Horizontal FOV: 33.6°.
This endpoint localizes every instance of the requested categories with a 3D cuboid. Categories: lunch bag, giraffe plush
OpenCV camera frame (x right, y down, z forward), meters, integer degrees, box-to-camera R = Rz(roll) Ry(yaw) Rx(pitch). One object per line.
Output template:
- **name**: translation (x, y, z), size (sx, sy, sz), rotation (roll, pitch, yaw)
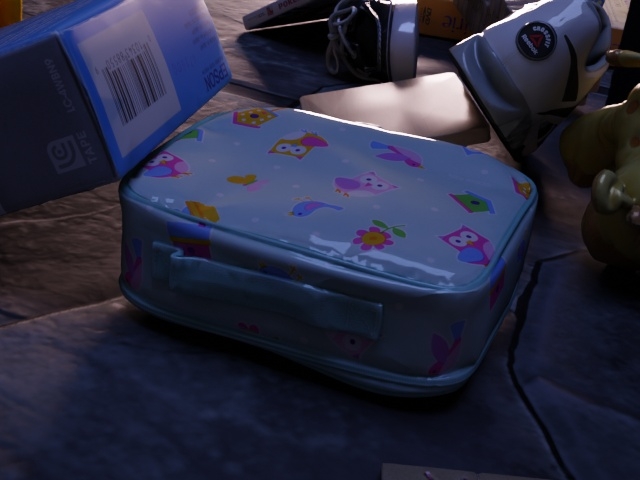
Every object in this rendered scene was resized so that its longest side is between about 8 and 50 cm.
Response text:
- **lunch bag**: translation (0.000, 0.000, 0.759), size (0.279, 0.108, 0.224), rotation (15, 32, 17)
- **giraffe plush**: translation (0.286, -0.042, 0.899), size (0.181, 0.210, 0.170), rotation (17, 56, 10)

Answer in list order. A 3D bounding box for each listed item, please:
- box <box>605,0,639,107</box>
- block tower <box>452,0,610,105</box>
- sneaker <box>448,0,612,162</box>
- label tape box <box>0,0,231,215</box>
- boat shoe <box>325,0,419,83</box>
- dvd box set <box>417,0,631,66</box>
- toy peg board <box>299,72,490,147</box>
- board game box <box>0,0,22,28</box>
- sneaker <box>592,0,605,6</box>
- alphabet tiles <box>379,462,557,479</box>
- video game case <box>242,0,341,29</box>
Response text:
- **box**: translation (0.558, -0.157, 1.126), size (0.395, 0.212, 0.293), rotation (-6, 27, -28)
- **block tower**: translation (0.256, -0.293, 1.376), size (0.097, 0.091, 0.335), rotation (-2, 40, -12)
- **sneaker**: translation (0.216, -0.163, 1.028), size (0.122, 0.146, 0.330), rotation (56, 9, 2)
- **label tape box**: translation (-0.273, -0.093, 0.826), size (0.348, 0.115, 0.249), rotation (-16, 19, 20)
- **boat shoe**: translation (0.059, -0.250, 1.284), size (0.105, 0.113, 0.306), rotation (0, 23, -2)
- **dvd box set**: translation (0.344, -0.349, 1.627), size (0.420, 0.062, 0.307), rotation (10, 26, 4)
- **toy peg board**: translation (0.070, -0.089, 1.023), size (0.161, 0.079, 0.161), rotation (-10, 27, -1)
- **board game box**: translation (-0.599, -0.259, 1.171), size (0.390, 0.050, 0.390), rotation (19, 28, 19)
- **sneaker**: translation (0.353, -0.373, 1.538), size (0.081, 0.080, 0.211), rotation (22, 27, -11)
- **alphabet tiles**: translation (0.120, 0.217, 0.468), size (0.285, 0.011, 0.342), rotation (7, 26, -4)
- **video game case**: translation (0.025, -0.329, 1.429), size (0.183, 0.023, 0.201), rotation (-12, 6, 45)
